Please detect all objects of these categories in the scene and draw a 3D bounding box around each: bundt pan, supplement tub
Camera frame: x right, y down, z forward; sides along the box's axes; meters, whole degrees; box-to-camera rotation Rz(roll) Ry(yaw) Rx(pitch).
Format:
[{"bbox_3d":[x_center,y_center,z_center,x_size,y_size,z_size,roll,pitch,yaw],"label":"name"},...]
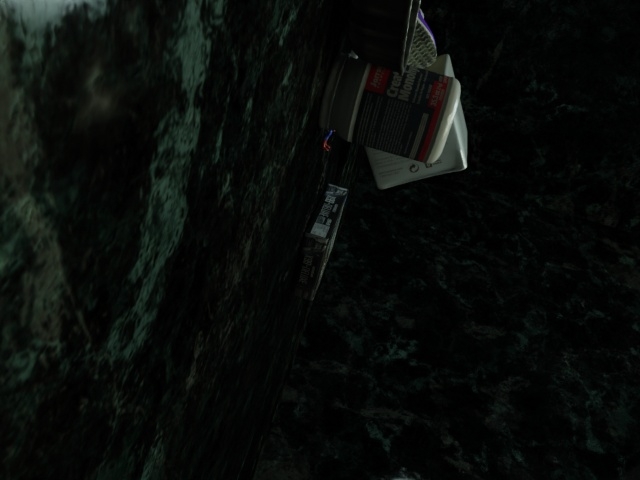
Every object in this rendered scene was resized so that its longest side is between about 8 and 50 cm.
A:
[{"bbox_3d":[0.128,-0.488,1.048,0.331,0.124,0.331,12,90,-81],"label":"bundt pan"},{"bbox_3d":[0.149,-0.291,1.216,0.191,0.272,0.191,17,90,-86],"label":"supplement tub"}]

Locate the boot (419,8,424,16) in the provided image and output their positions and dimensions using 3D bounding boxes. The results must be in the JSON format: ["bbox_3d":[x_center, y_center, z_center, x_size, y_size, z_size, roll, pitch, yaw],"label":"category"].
[{"bbox_3d":[0.171,-0.507,1.465,0.095,0.123,0.258,20,-88,65],"label":"boot"}]

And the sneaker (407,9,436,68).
[{"bbox_3d":[0.206,-0.557,1.360,0.293,0.102,0.146,43,45,-44],"label":"sneaker"}]

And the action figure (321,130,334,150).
[{"bbox_3d":[0.028,-0.280,1.369,0.038,0.030,0.115,-55,160,-61],"label":"action figure"}]

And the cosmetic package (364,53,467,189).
[{"bbox_3d":[0.342,-0.440,2.038,0.394,0.329,0.328,-65,138,-57],"label":"cosmetic package"}]

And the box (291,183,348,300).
[{"bbox_3d":[0.000,0.000,1.765,0.307,0.076,0.243,-68,173,-54],"label":"box"}]

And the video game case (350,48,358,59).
[{"bbox_3d":[0.096,-0.486,1.475,0.183,0.023,0.201,-69,175,-49],"label":"video game case"}]
